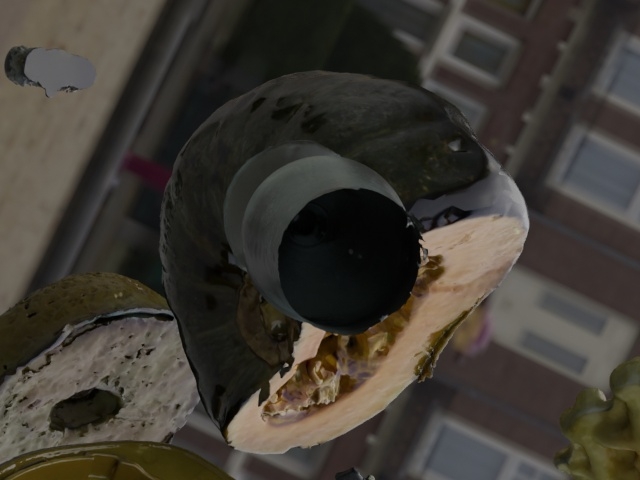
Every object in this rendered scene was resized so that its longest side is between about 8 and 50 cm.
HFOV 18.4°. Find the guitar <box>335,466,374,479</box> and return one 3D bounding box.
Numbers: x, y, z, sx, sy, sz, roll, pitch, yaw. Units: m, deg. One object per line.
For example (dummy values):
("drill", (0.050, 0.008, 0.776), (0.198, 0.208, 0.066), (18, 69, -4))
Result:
("guitar", (0.070, 0.219, 1.144), (0.088, 0.233, 0.025), (-23, -155, 21))

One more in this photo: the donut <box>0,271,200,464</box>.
("donut", (-0.241, 0.133, 1.878), (0.272, 0.107, 0.272), (-29, 146, -22))

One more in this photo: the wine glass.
("wine glass", (0.000, 0.000, 1.157), (0.103, 0.103, 0.222), (-64, -170, 4))

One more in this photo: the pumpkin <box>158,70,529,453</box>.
("pumpkin", (0.012, -0.012, 1.496), (0.325, 0.242, 0.232), (-50, -127, 41))

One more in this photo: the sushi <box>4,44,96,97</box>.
("sushi", (-0.238, -0.142, 1.705), (0.046, 0.083, 0.044), (1, -97, 43))

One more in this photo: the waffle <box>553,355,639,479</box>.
("waffle", (0.282, 0.161, 1.282), (0.056, 0.261, 0.250), (-58, 178, -41))

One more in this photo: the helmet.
("helmet", (-0.162, 0.261, 1.453), (0.257, 0.205, 0.140), (-13, 132, -54))
